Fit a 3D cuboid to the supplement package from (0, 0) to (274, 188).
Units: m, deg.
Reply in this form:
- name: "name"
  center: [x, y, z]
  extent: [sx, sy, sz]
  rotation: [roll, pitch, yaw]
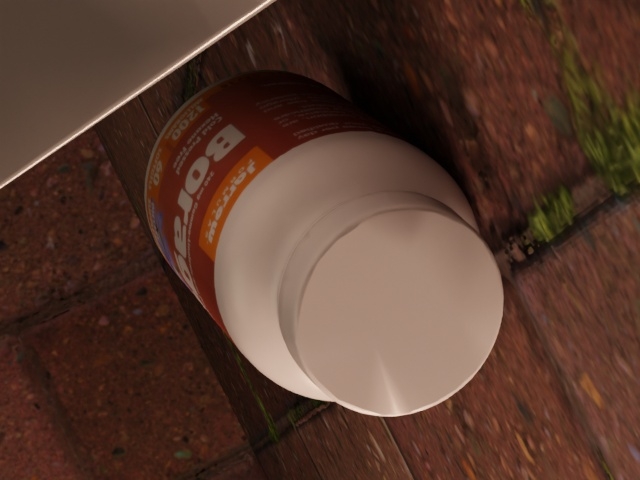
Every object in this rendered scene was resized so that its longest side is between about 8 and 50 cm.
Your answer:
- name: "supplement package"
  center: [-0.113, -0.116, 0.741]
  extent: [0.149, 0.194, 0.203]
  rotation: [55, -164, -9]

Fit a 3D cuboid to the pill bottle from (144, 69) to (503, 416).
- name: "pill bottle"
  center: [0.000, 0.000, 0.903]
  extent: [0.121, 0.121, 0.216]
  rotation: [68, 170, -22]
